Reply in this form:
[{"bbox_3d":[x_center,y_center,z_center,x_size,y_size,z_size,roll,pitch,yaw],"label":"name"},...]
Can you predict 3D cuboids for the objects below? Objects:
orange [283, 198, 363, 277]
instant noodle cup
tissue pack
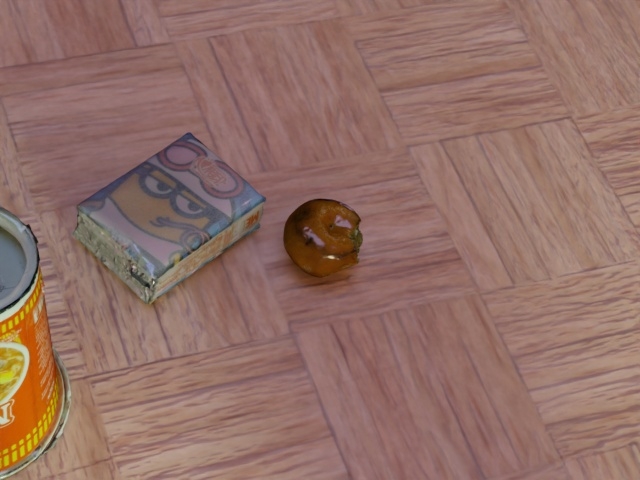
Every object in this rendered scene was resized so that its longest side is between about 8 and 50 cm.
[{"bbox_3d":[0.000,0.000,1.625,0.086,0.062,0.086,17,46,-18],"label":"orange"},{"bbox_3d":[-0.304,0.076,1.410,0.193,0.212,0.193,5,51,-7],"label":"instant noodle cup"},{"bbox_3d":[-0.147,-0.022,1.613,0.115,0.065,0.155,42,55,19],"label":"tissue pack"}]
